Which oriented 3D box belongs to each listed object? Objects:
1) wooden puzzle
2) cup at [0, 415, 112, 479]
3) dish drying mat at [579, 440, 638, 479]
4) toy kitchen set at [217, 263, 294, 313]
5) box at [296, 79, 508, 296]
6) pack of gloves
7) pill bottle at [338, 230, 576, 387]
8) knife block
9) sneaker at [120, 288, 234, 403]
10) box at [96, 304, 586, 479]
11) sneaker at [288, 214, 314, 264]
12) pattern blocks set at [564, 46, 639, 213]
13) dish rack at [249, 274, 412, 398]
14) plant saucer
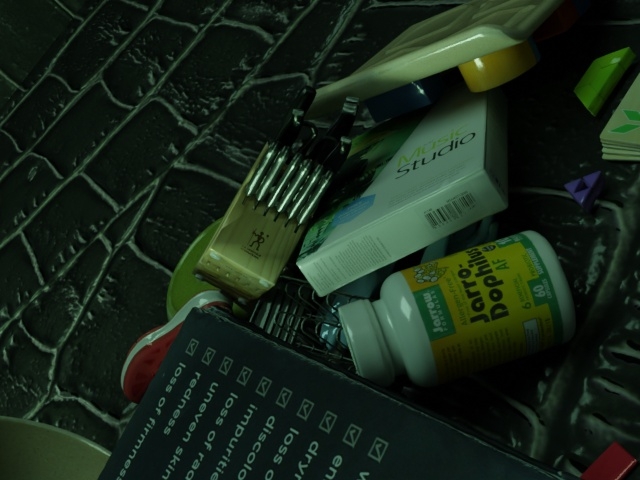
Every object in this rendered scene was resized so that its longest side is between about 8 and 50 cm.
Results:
[{"bbox_3d":[0.181,-0.241,1.276,0.322,0.081,0.348,-14,18,43],"label":"wooden puzzle"},{"bbox_3d":[-0.398,0.391,1.250,0.331,0.331,0.237,36,111,58],"label":"cup"},{"bbox_3d":[0.238,0.213,0.889,0.083,0.008,0.032,-47,33,3],"label":"dish drying mat"},{"bbox_3d":[-0.083,0.058,1.364,0.083,0.075,0.068,-42,47,7],"label":"toy kitchen set"},{"bbox_3d":[0.105,-0.078,1.195,0.232,0.058,0.322,-27,19,21],"label":"box"},{"bbox_3d":[0.089,0.035,1.188,0.195,0.046,0.232,15,70,45],"label":"pack of gloves"},{"bbox_3d":[0.128,0.073,0.990,0.208,0.118,0.118,-17,36,-3],"label":"pill bottle"},{"bbox_3d":[-0.049,-0.058,1.235,0.242,0.088,0.275,-61,6,-16],"label":"knife block"},{"bbox_3d":[-0.191,0.177,1.383,0.221,0.087,0.128,-49,39,25],"label":"sneaker"},{"bbox_3d":[0.002,0.356,0.742,0.471,0.297,0.480,16,74,57],"label":"box"},{"bbox_3d":[0.000,0.000,1.342,0.192,0.086,0.064,6,69,18],"label":"sneaker"},{"bbox_3d":[0.383,-0.155,1.069,0.325,0.026,0.285,-52,32,-2],"label":"pattern blocks set"},{"bbox_3d":[-0.008,0.138,1.154,0.271,0.074,0.208,10,76,44],"label":"dish rack"},{"bbox_3d":[-0.150,0.044,1.511,0.241,0.037,0.241,-32,36,27],"label":"plant saucer"}]
